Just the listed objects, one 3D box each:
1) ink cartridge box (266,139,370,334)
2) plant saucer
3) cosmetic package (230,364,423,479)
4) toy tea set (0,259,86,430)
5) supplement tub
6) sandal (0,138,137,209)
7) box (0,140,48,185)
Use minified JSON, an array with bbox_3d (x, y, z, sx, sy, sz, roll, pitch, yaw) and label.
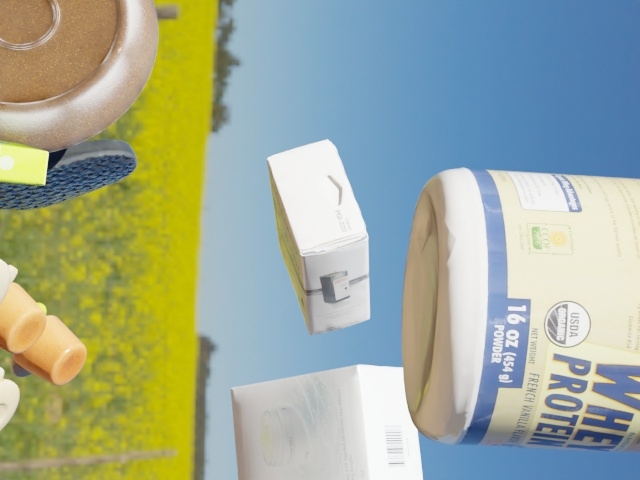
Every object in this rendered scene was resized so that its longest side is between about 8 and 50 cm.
[{"bbox_3d":[0.000,0.000,1.634,0.218,0.092,0.158,88,-16,-58],"label":"ink cartridge box"},{"bbox_3d":[-0.343,-0.249,1.459,0.050,0.311,0.310,112,-21,-70],"label":"plant saucer"},{"bbox_3d":[0.008,0.299,1.750,0.138,0.225,0.224,12,68,-53],"label":"cosmetic package"},{"bbox_3d":[-0.400,0.112,1.421,0.200,0.124,0.336,-53,157,-11],"label":"toy tea set"},{"bbox_3d":[0.237,0.060,1.050,0.228,0.316,0.228,-177,-90,-86],"label":"supplement tub"},{"bbox_3d":[-0.395,-0.110,1.568,0.446,0.168,0.107,-5,73,-56],"label":"sandal"},{"bbox_3d":[-0.389,-0.090,1.332,0.109,0.178,0.042,17,-80,60],"label":"box"}]
